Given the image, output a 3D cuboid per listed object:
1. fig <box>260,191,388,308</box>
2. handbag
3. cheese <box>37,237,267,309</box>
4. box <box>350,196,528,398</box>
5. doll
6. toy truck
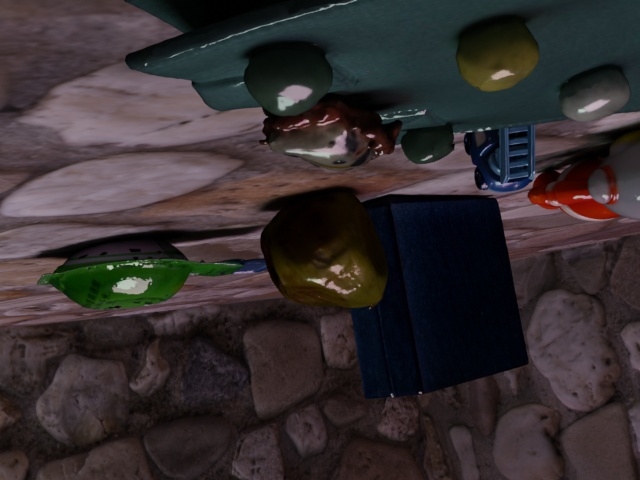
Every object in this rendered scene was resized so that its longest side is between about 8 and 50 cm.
[{"bbox_3d":[0.012,0.016,1.158,0.166,0.154,0.144,29,-159,-22],"label":"fig"},{"bbox_3d":[0.093,-0.098,0.436,0.274,0.100,0.269,-13,174,24],"label":"handbag"},{"bbox_3d":[-0.217,0.042,1.295,0.320,0.083,0.204,-5,170,-24],"label":"cheese"},{"bbox_3d":[0.162,0.074,1.361,0.116,0.261,0.279,-12,174,40],"label":"box"},{"bbox_3d":[0.367,-0.075,1.126,0.200,0.105,0.336,-8,-179,-8],"label":"doll"},{"bbox_3d":[0.165,-0.086,0.831,0.056,0.073,0.090,-9,160,-9],"label":"toy truck"}]
